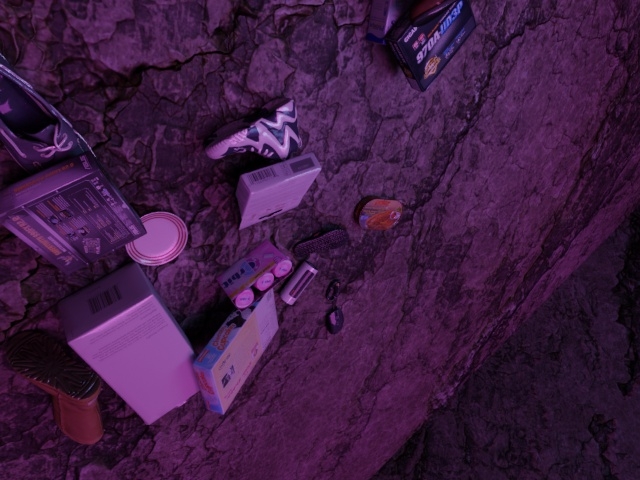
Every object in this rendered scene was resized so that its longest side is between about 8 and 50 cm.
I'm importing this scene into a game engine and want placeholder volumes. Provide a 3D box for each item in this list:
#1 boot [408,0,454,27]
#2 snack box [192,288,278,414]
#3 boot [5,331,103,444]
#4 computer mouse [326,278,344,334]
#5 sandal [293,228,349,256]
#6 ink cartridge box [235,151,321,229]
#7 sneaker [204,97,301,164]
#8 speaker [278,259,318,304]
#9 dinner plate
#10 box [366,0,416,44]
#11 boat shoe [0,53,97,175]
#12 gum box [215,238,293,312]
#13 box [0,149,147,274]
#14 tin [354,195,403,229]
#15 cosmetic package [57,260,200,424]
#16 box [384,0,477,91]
[{"bbox_3d":[0.213,-0.630,0.924,0.264,0.096,0.280,-43,101,-1],"label":"boot"},{"bbox_3d":[-0.218,0.282,1.205,0.322,0.060,0.187,-56,151,-48],"label":"snack box"},{"bbox_3d":[-0.608,0.355,1.020,0.089,0.236,0.270,-48,170,-46],"label":"boot"},{"bbox_3d":[0.055,0.237,1.525,0.071,0.041,0.242,-21,129,-25],"label":"computer mouse"},{"bbox_3d":[0.000,0.000,1.325,0.179,0.040,0.067,-16,123,-12],"label":"sandal"},{"bbox_3d":[-0.118,-0.118,1.089,0.188,0.066,0.232,-24,174,-23],"label":"ink cartridge box"},{"bbox_3d":[-0.139,-0.211,1.020,0.235,0.094,0.153,-40,128,-24],"label":"sneaker"},{"bbox_3d":[-0.068,0.128,1.342,0.136,0.055,0.055,-52,136,4],"label":"speaker"},{"bbox_3d":[-0.381,-0.005,1.027,0.141,0.017,0.141,-21,130,-27],"label":"dinner plate"},{"bbox_3d":[0.189,-0.548,1.064,0.126,0.072,0.137,-12,126,-31],"label":"box"},{"bbox_3d":[-0.490,-0.181,0.758,0.116,0.099,0.320,-39,137,-15],"label":"boat shoe"},{"bbox_3d":[-0.174,0.090,1.192,0.188,0.107,0.062,-38,135,-11],"label":"gum box"},{"bbox_3d":[-0.465,-0.045,0.843,0.182,0.056,0.231,-30,154,-13],"label":"box"},{"bbox_3d":[0.187,-0.090,1.408,0.189,0.040,0.106,1,122,-39],"label":"tin"},{"bbox_3d":[-0.432,0.257,1.069,0.196,0.155,0.366,-31,134,-19],"label":"cosmetic package"},{"bbox_3d":[0.273,-0.506,1.071,0.220,0.051,0.175,-51,138,0],"label":"box"}]
